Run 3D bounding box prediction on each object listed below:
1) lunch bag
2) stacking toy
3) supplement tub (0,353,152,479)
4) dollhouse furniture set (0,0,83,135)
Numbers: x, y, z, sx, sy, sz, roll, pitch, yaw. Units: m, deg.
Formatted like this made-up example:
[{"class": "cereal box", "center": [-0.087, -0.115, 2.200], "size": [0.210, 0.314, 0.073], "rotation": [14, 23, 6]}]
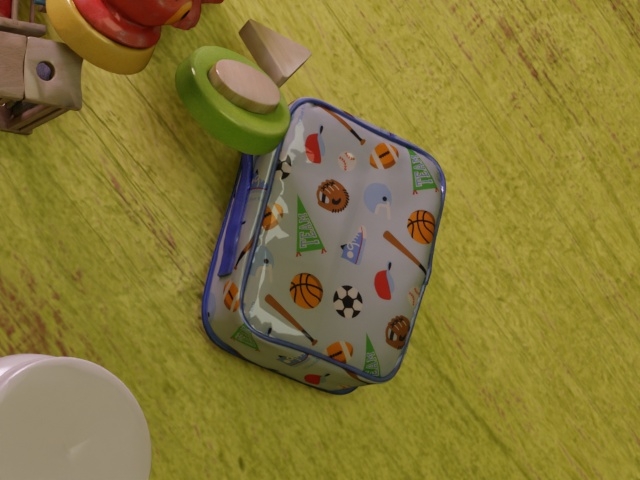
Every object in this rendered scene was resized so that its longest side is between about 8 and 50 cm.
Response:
[{"class": "lunch bag", "center": [0.000, 0.000, 2.142], "size": [0.243, 0.115, 0.303], "rotation": [22, 68, -24]}, {"class": "stacking toy", "center": [-0.107, -0.250, 2.022], "size": [0.279, 0.130, 0.309], "rotation": [37, 32, -11]}, {"class": "supplement tub", "center": [-0.291, 0.206, 1.805], "size": [0.191, 0.272, 0.191], "rotation": [7, 76, -32]}, {"class": "dollhouse furniture set", "center": [-0.321, -0.216, 1.963], "size": [0.129, 0.129, 0.184], "rotation": [8, 76, -32]}]
